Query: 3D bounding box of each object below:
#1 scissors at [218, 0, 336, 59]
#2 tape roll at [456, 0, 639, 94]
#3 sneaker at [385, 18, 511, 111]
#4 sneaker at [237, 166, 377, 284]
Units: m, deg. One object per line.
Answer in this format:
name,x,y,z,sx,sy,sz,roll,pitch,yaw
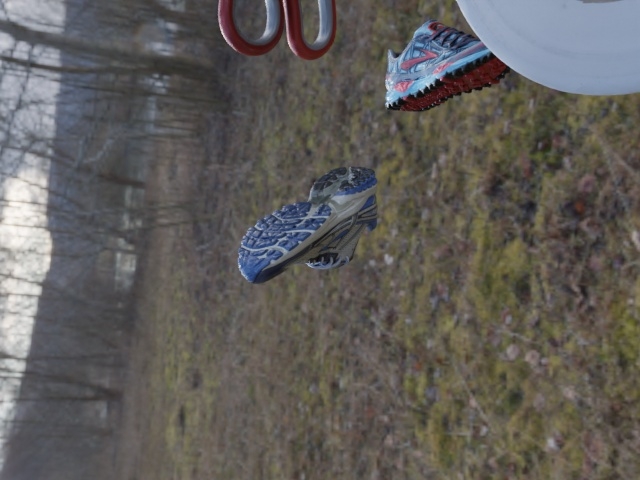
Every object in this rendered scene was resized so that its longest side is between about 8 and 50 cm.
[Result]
scissors,-0.054,-0.281,0.609,0.021,0.109,0.297,7,113,55
tape roll,0.225,-0.222,0.537,0.246,0.169,0.246,11,108,38
sneaker,0.181,-0.281,1.221,0.262,0.104,0.125,-12,83,53
sneaker,0.000,0.000,0.565,0.052,0.135,0.058,10,126,42
